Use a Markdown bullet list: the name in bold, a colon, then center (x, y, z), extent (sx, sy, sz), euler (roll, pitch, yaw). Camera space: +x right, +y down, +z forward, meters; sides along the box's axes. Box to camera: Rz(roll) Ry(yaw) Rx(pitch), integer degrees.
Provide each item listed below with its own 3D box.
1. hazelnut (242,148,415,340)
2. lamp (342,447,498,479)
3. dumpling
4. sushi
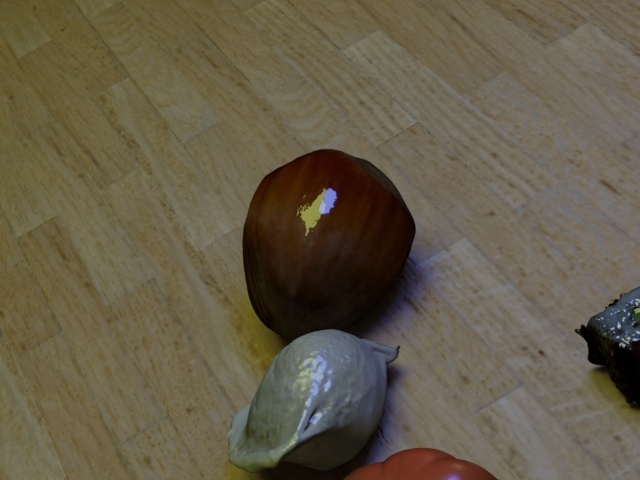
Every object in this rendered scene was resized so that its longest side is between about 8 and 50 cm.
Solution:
- **hazelnut**: center (0.009, 0.005, 1.729), extent (0.186, 0.210, 0.210), euler (-14, 29, -25)
- **lamp**: center (0.078, 0.259, 1.344), extent (0.188, 0.164, 0.187), euler (-19, 36, 15)
- **dumpling**: center (-0.019, 0.162, 1.578), extent (0.166, 0.126, 0.215), euler (-24, 34, 32)
- **sushi**: center (0.298, 0.092, 1.493), extent (0.094, 0.084, 0.098), euler (-29, 37, -9)
